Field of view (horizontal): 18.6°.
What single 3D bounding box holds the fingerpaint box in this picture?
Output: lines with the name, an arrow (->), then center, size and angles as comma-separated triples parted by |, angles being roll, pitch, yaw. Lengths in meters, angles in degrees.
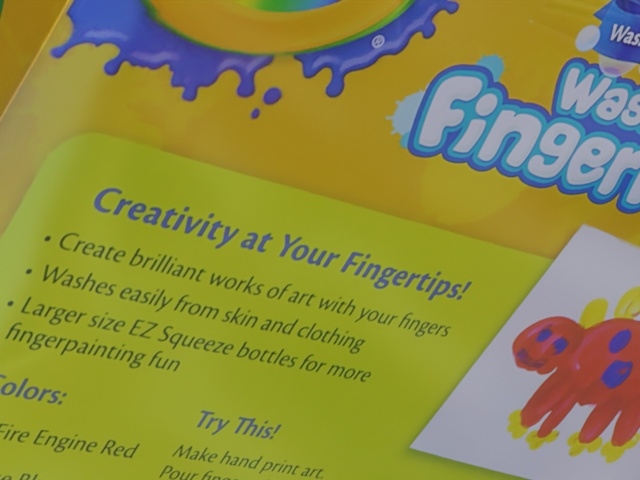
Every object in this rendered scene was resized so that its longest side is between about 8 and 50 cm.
fingerpaint box -> 0.000, 0.000, 0.821 | 0.445, 0.163, 0.371 | 14, 118, -40
